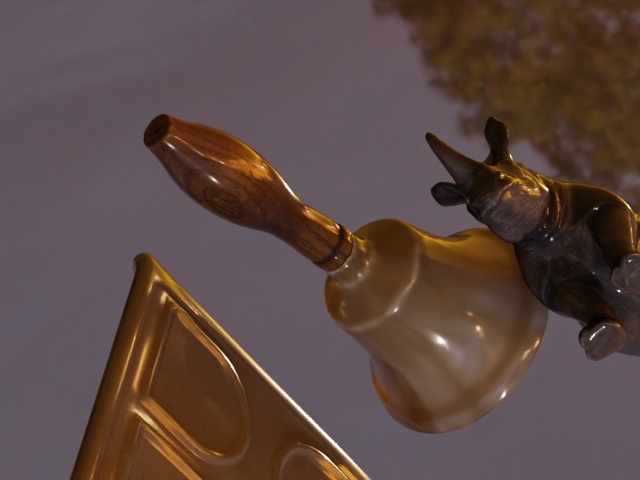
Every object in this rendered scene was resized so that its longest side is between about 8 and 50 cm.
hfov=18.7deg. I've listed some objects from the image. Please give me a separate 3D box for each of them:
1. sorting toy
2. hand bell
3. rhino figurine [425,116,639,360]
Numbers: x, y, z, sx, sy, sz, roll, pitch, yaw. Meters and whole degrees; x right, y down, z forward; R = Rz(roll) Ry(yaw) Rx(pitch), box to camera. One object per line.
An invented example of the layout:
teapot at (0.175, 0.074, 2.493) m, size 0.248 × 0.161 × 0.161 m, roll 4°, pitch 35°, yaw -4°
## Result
sorting toy at (-0.016, 0.173, 0.988) m, size 0.041 × 0.307 × 0.229 m, roll -30°, pitch -152°, yaw 24°
hand bell at (0.000, 0.000, 1.020) m, size 0.126 × 0.242 × 0.126 m, roll -26°, pitch -132°, yaw 33°
rhino figurine at (0.143, 0.011, 1.015) m, size 0.073 × 0.243 × 0.106 m, roll -50°, pitch -155°, yaw 16°
